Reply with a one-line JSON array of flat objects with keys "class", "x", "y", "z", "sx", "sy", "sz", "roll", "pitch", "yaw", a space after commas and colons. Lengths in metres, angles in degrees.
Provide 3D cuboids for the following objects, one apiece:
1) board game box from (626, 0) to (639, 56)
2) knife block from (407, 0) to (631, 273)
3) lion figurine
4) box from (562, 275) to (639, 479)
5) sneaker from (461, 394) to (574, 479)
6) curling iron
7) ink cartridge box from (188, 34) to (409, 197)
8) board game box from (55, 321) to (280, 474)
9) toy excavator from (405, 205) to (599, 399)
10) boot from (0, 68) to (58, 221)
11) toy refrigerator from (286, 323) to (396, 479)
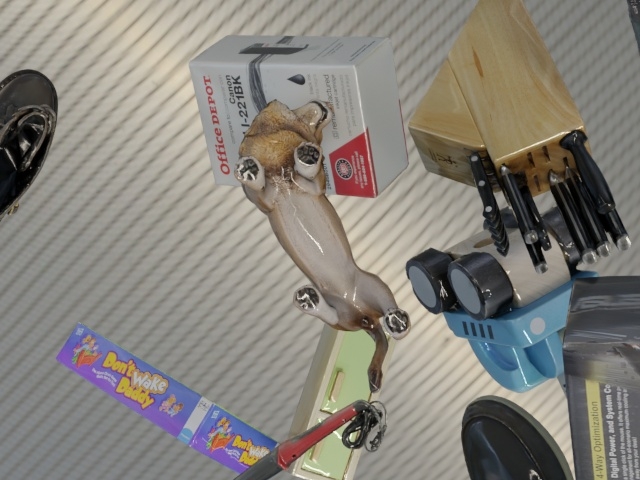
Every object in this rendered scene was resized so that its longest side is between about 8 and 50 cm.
[{"class": "board game box", "x": 0.256, "y": -0.182, "z": 0.906, "sx": 0.026, "sy": 0.126, "sz": 0.186, "roll": -5, "pitch": 151, "yaw": 21}, {"class": "knife block", "x": 0.225, "y": -0.111, "z": 1.176, "sx": 0.275, "sy": 0.242, "sz": 0.088, "roll": -60, "pitch": 150, "yaw": -18}, {"class": "lion figurine", "x": 0.000, "y": 0.000, "z": 1.448, "sx": 0.142, "sy": 0.240, "sz": 0.392, "roll": -19, "pitch": 83, "yaw": 1}, {"class": "box", "x": 0.335, "y": 0.211, "z": 0.771, "sx": 0.318, "sy": 0.097, "sz": 0.395, "roll": -3, "pitch": 117, "yaw": 18}, {"class": "sneaker", "x": 0.174, "y": 0.251, "z": 1.045, "sx": 0.083, "sy": 0.118, "sz": 0.222, "roll": -29, "pitch": 86, "yaw": 37}, {"class": "curling iron", "x": -0.034, "y": 0.281, "z": 1.500, "sx": 0.274, "sy": 0.035, "sz": 0.068, "roll": -28, "pitch": 88, "yaw": 10}, {"class": "ink cartridge box", "x": -0.031, "y": -0.177, "z": 1.661, "sx": 0.114, "sy": 0.273, "sz": 0.197, "roll": -44, "pitch": 132, "yaw": -47}, {"class": "board game box", "x": -0.253, "y": 0.276, "z": 1.998, "sx": 0.078, "sy": 0.347, "sz": 0.233, "roll": -59, "pitch": 143, "yaw": -10}, {"class": "toy excavator", "x": 0.387, "y": 0.184, "z": 1.906, "sx": 0.222, "sy": 0.433, "sz": 0.445, "roll": -28, "pitch": 102, "yaw": -19}, {"class": "boot", "x": -0.319, "y": -0.096, "z": 1.240, "sx": 0.091, "sy": 0.229, "sz": 0.263, "roll": 29, "pitch": 65, "yaw": -20}, {"class": "toy refrigerator", "x": 0.031, "y": 0.257, "z": 1.910, "sx": 0.102, "sy": 0.094, "sz": 0.269, "roll": 21, "pitch": 83, "yaw": -16}]
